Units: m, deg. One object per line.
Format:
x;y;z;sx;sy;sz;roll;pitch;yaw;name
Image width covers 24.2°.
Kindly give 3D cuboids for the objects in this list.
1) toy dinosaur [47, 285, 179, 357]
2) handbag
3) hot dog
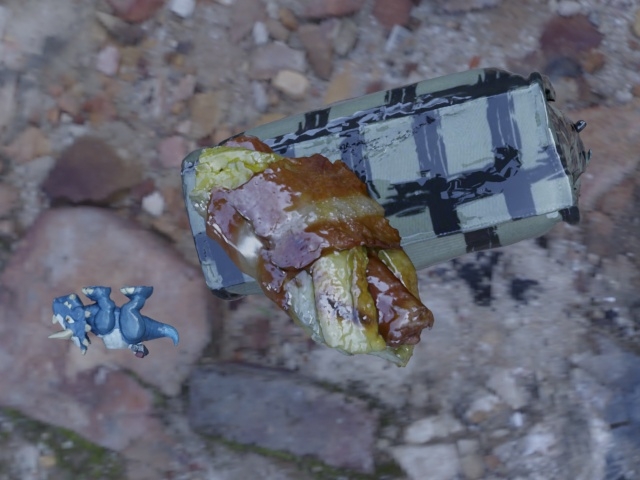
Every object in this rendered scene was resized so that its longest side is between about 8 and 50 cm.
-0.133;0.053;0.965;0.083;0.030;0.047;0;90;-6;toy dinosaur
0.079;-0.052;1.361;0.325;0.327;0.162;-13;89;14;handbag
0.000;0.000;1.071;0.213;0.146;0.103;42;102;22;hot dog
